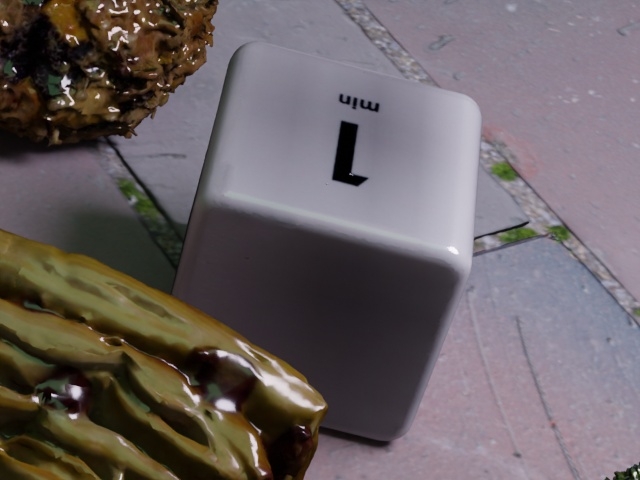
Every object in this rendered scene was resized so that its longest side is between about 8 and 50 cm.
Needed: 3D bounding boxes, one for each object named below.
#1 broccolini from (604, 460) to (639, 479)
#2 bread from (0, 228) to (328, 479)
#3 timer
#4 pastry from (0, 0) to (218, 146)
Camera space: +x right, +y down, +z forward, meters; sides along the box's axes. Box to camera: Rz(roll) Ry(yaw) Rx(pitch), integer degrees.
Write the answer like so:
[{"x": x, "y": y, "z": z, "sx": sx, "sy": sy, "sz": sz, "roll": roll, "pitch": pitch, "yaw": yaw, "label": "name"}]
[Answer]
[{"x": 0.215, "y": 0.306, "z": 1.298, "sx": 0.074, "sy": 0.079, "sz": 0.392, "roll": 21, "pitch": 46, "yaw": -12, "label": "broccolini"}, {"x": -0.184, "y": 0.140, "z": 1.171, "sx": 0.324, "sy": 0.277, "sz": 0.167, "roll": 22, "pitch": 45, "yaw": 0, "label": "bread"}, {"x": 0.000, "y": 0.000, "z": 1.448, "sx": 0.194, "sy": 0.192, "sz": 0.195, "roll": 14, "pitch": 40, "yaw": -5, "label": "timer"}, {"x": -0.209, "y": -0.204, "z": 1.606, "sx": 0.275, "sy": 0.193, "sz": 0.275, "roll": 11, "pitch": 39, "yaw": -9, "label": "pastry"}]
